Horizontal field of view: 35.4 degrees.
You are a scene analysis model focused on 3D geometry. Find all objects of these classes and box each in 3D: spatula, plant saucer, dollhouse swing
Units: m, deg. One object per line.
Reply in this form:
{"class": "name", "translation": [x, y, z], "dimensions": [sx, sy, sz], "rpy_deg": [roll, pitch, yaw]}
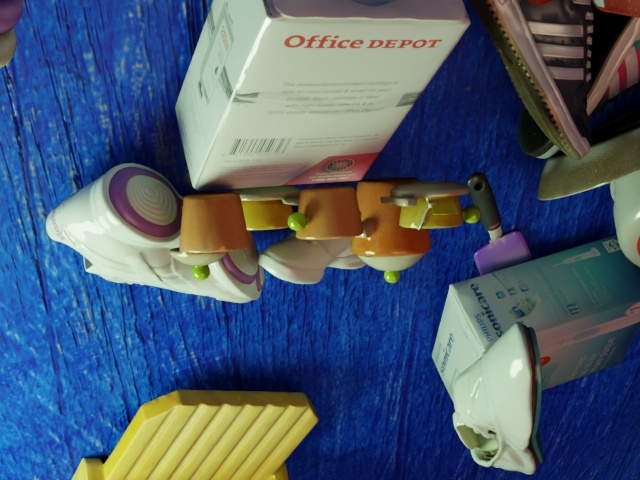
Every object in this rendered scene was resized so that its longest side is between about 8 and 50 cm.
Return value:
{"class": "spatula", "translation": [0.246, -0.016, 1.424], "dimensions": [0.084, 0.030, 0.296], "rpy_deg": [-29, 148, 3]}
{"class": "plant saucer", "translation": [0.412, -0.136, 1.272], "dimensions": [0.310, 0.050, 0.310], "rpy_deg": [-26, -177, 2]}
{"class": "dollhouse swing", "translation": [-0.162, 0.423, 1.491], "dimensions": [0.347, 0.315, 0.305], "rpy_deg": [8, 148, -34]}

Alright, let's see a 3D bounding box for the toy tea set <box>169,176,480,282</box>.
{"class": "toy tea set", "translation": [0.000, 0.000, 1.119], "dimensions": [0.336, 0.200, 0.124], "rpy_deg": [-4, 97, -9]}

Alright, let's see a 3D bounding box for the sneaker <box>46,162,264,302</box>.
{"class": "sneaker", "translation": [-0.186, 0.002, 1.186], "dimensions": [0.152, 0.114, 0.305], "rpy_deg": [-20, 148, 28]}

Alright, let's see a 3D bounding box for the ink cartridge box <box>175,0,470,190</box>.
{"class": "ink cartridge box", "translation": [-0.010, -0.174, 1.005], "dimensions": [0.207, 0.117, 0.283], "rpy_deg": [-5, 153, -25]}

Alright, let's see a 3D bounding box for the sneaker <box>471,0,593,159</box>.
{"class": "sneaker", "translation": [0.278, -0.235, 1.121], "dimensions": [0.153, 0.099, 0.282], "rpy_deg": [-33, 113, 1]}

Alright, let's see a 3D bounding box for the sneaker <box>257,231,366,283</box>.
{"class": "sneaker", "translation": [0.000, -0.008, 1.258], "dimensions": [0.212, 0.080, 0.094], "rpy_deg": [-16, 129, -56]}

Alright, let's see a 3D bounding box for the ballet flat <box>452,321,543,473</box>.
{"class": "ballet flat", "translation": [0.255, 0.248, 1.453], "dimensions": [0.139, 0.139, 0.400], "rpy_deg": [-25, 147, -3]}

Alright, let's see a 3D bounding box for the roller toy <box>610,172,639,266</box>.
{"class": "roller toy", "translation": [0.517, -0.058, 1.430], "dimensions": [0.191, 0.146, 0.209], "rpy_deg": [18, 139, -15]}

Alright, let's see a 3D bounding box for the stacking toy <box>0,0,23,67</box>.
{"class": "stacking toy", "translation": [-0.261, -0.302, 0.790], "dimensions": [0.141, 0.141, 0.330], "rpy_deg": [10, 123, -36]}

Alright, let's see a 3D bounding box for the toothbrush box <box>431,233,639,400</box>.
{"class": "toothbrush box", "translation": [0.340, 0.134, 1.560], "dimensions": [0.295, 0.126, 0.216], "rpy_deg": [-14, 146, -14]}

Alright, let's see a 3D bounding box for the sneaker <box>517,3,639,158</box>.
{"class": "sneaker", "translation": [0.388, -0.212, 1.250], "dimensions": [0.178, 0.124, 0.295], "rpy_deg": [15, 123, -27]}

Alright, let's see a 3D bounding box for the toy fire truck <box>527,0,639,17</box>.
{"class": "toy fire truck", "translation": [0.272, -0.343, 0.901], "dimensions": [0.169, 0.254, 0.302], "rpy_deg": [-18, 109, -5]}
